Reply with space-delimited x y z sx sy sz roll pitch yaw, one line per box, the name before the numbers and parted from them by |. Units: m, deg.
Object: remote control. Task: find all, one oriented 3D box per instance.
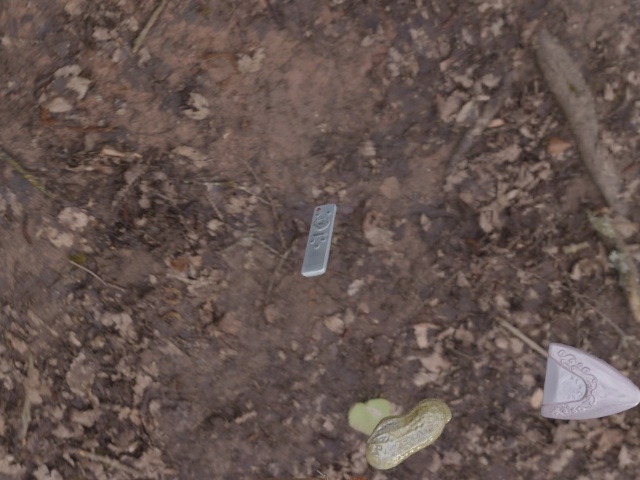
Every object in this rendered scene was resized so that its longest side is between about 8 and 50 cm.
remote control | 0.000 0.000 1.526 0.184 0.049 0.027 -79 151 -41

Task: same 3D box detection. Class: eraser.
eraser | 0.710 0.388 2.019 0.059 0.243 0.204 -10 106 -64

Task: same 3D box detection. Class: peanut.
peanut | 0.191 0.421 1.689 0.214 0.099 0.090 -27 138 -8

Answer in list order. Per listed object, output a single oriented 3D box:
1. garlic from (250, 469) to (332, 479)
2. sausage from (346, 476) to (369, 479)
garlic | -0.043 0.519 1.542 0.115 0.206 0.128 -5 77 -65
sausage | 0.061 0.453 1.270 0.071 0.234 0.071 0 87 3
